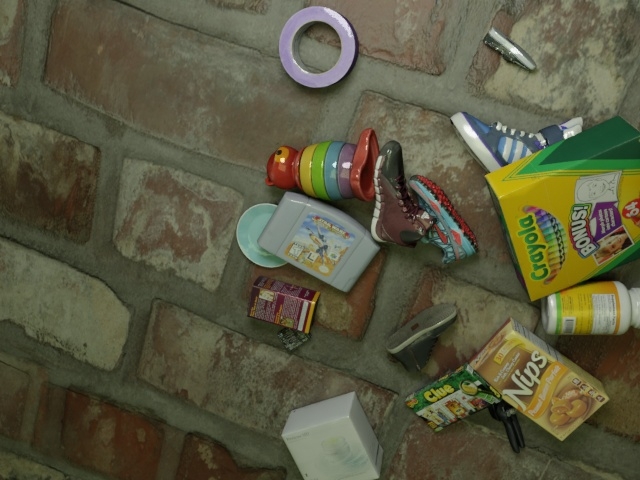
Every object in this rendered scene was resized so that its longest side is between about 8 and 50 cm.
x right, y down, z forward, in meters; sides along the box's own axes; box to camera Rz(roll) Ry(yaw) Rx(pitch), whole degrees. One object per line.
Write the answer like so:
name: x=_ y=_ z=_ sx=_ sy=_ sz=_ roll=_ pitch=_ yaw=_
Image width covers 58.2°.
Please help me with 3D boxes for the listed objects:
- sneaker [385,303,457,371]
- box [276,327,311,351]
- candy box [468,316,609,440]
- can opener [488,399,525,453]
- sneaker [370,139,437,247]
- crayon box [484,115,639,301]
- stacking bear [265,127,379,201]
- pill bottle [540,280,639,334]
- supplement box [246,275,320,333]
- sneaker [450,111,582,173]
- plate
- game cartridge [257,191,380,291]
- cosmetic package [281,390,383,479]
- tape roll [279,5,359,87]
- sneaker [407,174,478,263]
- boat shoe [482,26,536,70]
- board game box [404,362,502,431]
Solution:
sneaker: x=0.301 y=0.272 z=1.612 sx=0.222 sy=0.083 sz=0.118 roll=-34 pitch=117 yaw=12
box: x=-0.078 y=0.282 z=1.711 sx=0.083 sy=0.018 sz=0.067 roll=-36 pitch=97 yaw=19
candy box: x=0.588 y=0.378 z=1.569 sx=0.316 sy=0.087 sz=0.183 roll=35 pitch=111 yaw=-1
can opener: x=0.545 y=0.526 z=1.650 sx=0.059 sy=0.073 sz=0.186 roll=-34 pitch=104 yaw=-20
sneaker: x=0.218 y=-0.103 z=1.422 sx=0.162 sy=0.106 sz=0.281 roll=22 pitch=131 yaw=29
crayon box: x=0.583 y=-0.057 z=1.332 sx=0.313 sy=0.106 sz=0.363 roll=-25 pitch=127 yaw=9
stacking bear: x=-0.005 y=-0.184 z=1.482 sx=0.289 sy=0.164 sz=0.175 roll=5 pitch=65 yaw=22
pill bottle: x=0.697 y=0.171 z=1.458 sx=0.245 sy=0.136 sz=0.136 roll=-1 pitch=107 yaw=12
supplement box: x=-0.106 y=0.182 z=1.652 sx=0.188 sy=0.081 sz=0.104 roll=15 pitch=110 yaw=6
sneaker: x=0.497 y=-0.244 z=1.383 sx=0.236 sy=0.130 sz=0.323 roll=-41 pitch=93 yaw=13
plate: x=-0.145 y=-0.015 z=1.629 sx=0.188 sy=0.024 sz=0.188 roll=3 pitch=107 yaw=11
game cartridge: x=0.000 y=0.000 z=1.556 sx=0.297 sy=0.062 sz=0.198 roll=28 pitch=122 yaw=-9
cosmetic package: x=0.039 y=0.608 z=1.727 sx=0.224 sy=0.138 sz=0.225 roll=-22 pitch=100 yaw=17
tape roll: x=-0.002 y=-0.477 z=1.428 sx=0.189 sy=0.080 sz=0.189 roll=4 pitch=108 yaw=11
sneaker: x=0.292 y=-0.046 z=1.491 sx=0.125 sy=0.104 sz=0.262 roll=-34 pitch=97 yaw=22
boat shoe: x=0.449 y=-0.448 z=1.367 sx=0.142 sy=0.049 sz=0.040 roll=40 pitch=129 yaw=-1
board game box: x=0.367 y=0.446 z=1.620 sx=0.136 sy=0.030 sz=0.260 roll=44 pitch=131 yaw=-1
